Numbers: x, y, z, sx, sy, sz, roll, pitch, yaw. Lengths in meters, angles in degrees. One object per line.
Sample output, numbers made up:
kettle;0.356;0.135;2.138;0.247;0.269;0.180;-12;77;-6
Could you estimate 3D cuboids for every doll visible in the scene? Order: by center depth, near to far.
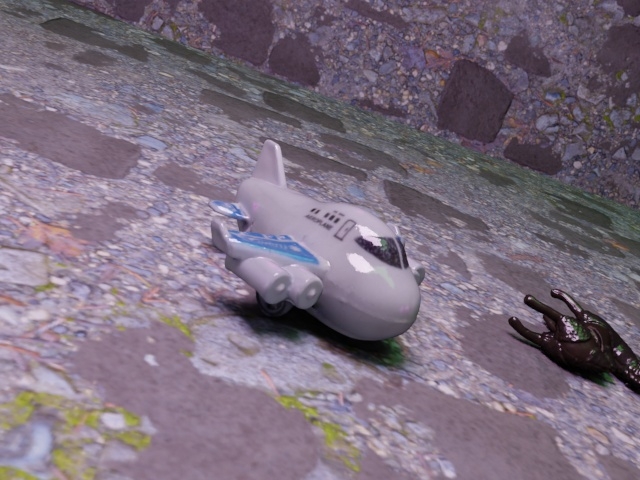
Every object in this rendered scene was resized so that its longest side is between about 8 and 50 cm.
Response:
doll;0.324;0.124;0.844;0.165;0.057;0.139;39;22;29

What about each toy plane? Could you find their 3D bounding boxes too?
toy plane;-0.002;0.005;0.719;0.266;0.123;0.267;20;22;-8
